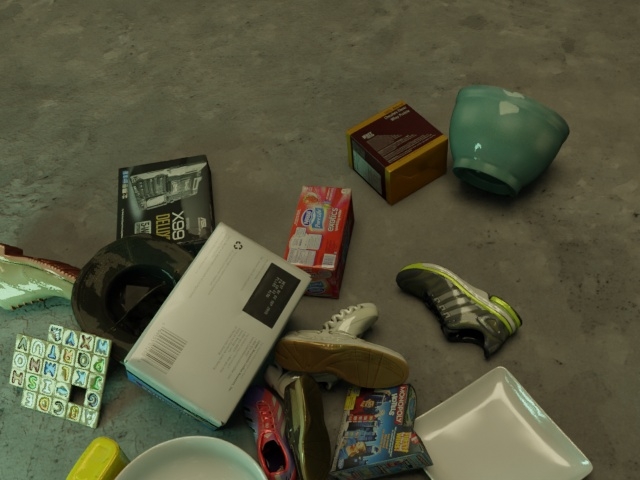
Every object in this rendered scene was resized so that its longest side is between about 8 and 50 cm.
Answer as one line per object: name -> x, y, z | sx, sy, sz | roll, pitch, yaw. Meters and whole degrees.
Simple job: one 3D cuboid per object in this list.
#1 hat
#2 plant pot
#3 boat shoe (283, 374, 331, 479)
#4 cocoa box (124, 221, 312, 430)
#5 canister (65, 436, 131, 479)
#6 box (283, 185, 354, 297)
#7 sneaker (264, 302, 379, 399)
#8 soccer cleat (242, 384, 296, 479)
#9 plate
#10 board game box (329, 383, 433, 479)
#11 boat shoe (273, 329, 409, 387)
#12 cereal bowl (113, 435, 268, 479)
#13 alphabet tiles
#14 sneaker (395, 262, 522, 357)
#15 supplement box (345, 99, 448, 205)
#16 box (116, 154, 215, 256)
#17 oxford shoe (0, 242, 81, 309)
hat -> -0.396, 0.152, 1.762 | 0.331, 0.134, 0.332 | 2, 67, -4
plant pot -> 0.443, -0.230, 1.898 | 0.292, 0.293, 0.196 | 21, 82, 22
boat shoe -> -0.034, 0.384, 1.527 | 0.073, 0.080, 0.224 | -30, 53, 35
cocoa box -> -0.213, 0.185, 1.579 | 0.231, 0.228, 0.347 | 32, 69, -2
canister -> -0.414, 0.472, 1.479 | 0.073, 0.170, 0.126 | 17, 55, 22
box -> 0.000, 0.000, 1.841 | 0.128, 0.123, 0.257 | 5, 52, 10
sneaker -> 0.022, 0.250, 1.659 | 0.292, 0.110, 0.118 | -37, 64, -12
soccer cleat -> -0.106, 0.392, 1.555 | 0.083, 0.095, 0.248 | -16, 51, -6
plate -> 0.340, 0.422, 1.509 | 0.277, 0.045, 0.278 | -29, 54, -15
board game box -> 0.133, 0.385, 1.511 | 0.194, 0.060, 0.194 | -8, 48, 30
boat shoe -> 0.048, 0.227, 1.565 | 0.276, 0.098, 0.096 | 11, 25, 8
cereal bowl -> -0.240, 0.548, 1.414 | 0.338, 0.141, 0.339 | -3, 52, 4
alphabet tiles -> -0.577, 0.287, 1.673 | 0.237, 0.009, 0.199 | 12, 94, 16
sneaker -> 0.290, 0.150, 1.699 | 0.299, 0.111, 0.121 | 26, 63, 28
supplement box -> 0.200, -0.233, 2.001 | 0.191, 0.129, 0.194 | -31, 55, -17
box -> -0.401, -0.077, 1.982 | 0.242, 0.077, 0.308 | -9, 50, -1
oxford shoe -> -0.701, 0.110, 1.862 | 0.396, 0.140, 0.147 | 17, 86, 14
